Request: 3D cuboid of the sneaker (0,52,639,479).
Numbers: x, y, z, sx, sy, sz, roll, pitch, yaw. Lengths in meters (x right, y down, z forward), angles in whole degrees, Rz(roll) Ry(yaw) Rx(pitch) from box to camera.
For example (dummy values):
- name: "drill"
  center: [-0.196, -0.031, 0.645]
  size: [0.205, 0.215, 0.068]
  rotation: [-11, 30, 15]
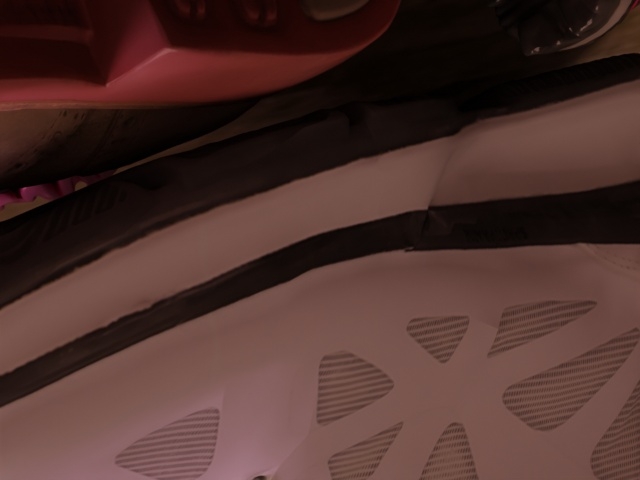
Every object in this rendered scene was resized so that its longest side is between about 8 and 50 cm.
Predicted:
- name: "sneaker"
  center: [0.015, 0.095, 0.567]
  size: [0.169, 0.257, 0.447]
  rotation: [-16, 180, 38]

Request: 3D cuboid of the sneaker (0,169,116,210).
- name: "sneaker"
  center: [-0.121, -0.024, 0.590]
  size: [0.119, 0.047, 0.057]
  rotation: [-31, 152, 3]

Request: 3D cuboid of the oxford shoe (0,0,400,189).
- name: "oxford shoe"
  center: [-0.138, -0.048, 0.404]
  size: [0.348, 0.123, 0.130]
  rotation: [1, 155, -44]

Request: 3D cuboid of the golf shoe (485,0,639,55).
- name: "golf shoe"
  center: [0.136, -0.154, 0.477]
  size: [0.120, 0.105, 0.273]
  rotation: [-24, 172, -45]
